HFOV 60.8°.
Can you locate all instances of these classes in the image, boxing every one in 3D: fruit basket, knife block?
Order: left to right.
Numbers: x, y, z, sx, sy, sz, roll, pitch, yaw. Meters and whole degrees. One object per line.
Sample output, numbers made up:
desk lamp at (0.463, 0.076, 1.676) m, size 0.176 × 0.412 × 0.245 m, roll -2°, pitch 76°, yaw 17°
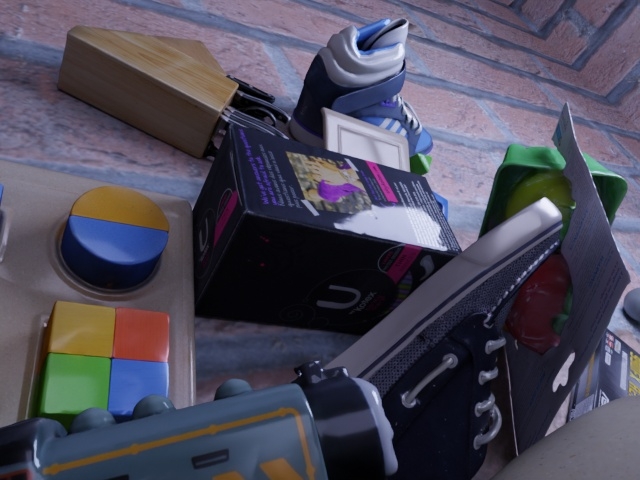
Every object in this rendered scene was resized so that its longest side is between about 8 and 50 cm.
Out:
knife block at (-0.183, -0.178, 0.755) m, size 0.275 × 0.088 × 0.242 m, roll -10°, pitch 55°, yaw -43°
fruit basket at (0.287, 0.050, 0.673) m, size 0.165 × 0.327 × 0.353 m, roll 5°, pitch 38°, yaw 3°

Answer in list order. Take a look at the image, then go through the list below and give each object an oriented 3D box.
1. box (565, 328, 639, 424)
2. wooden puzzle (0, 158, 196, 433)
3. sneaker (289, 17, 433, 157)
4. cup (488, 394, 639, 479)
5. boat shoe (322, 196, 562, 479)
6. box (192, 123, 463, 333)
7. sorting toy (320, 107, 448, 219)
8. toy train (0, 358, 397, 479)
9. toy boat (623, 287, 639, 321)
box at (0.453, 0.254, 0.782) m, size 0.183 × 0.056 × 0.231 m, roll 40°, pitch 38°, yaw 8°
wooden puzzle at (-0.255, 0.042, 0.456) m, size 0.321 × 0.080 × 0.348 m, roll 11°, pitch 46°, yaw -29°
sneaker at (0.121, -0.252, 0.936) m, size 0.322 × 0.236 × 0.130 m, roll 3°, pitch 47°, yaw -33°
cup at (0.185, 0.301, 0.367) m, size 0.236 × 0.331 × 0.331 m, roll -12°, pitch 52°, yaw -11°
boat shoe at (0.130, 0.119, 0.523) m, size 0.158 × 0.340 × 0.127 m, roll 50°, pitch 1°, yaw 11°
box at (0.000, 0.000, 0.635) m, size 0.270 × 0.165 × 0.144 m, roll 11°, pitch 43°, yaw -26°
sorting toy at (0.068, -0.095, 0.846) m, size 0.347 × 0.047 × 0.196 m, roll 9°, pitch 68°, yaw -38°
toy train at (-0.093, 0.185, 0.313) m, size 0.333 × 0.142 × 0.191 m, roll -10°, pitch 72°, yaw -15°
toy boat at (0.693, 0.201, 0.966) m, size 0.267 × 0.148 × 0.318 m, roll -16°, pitch 67°, yaw -39°
